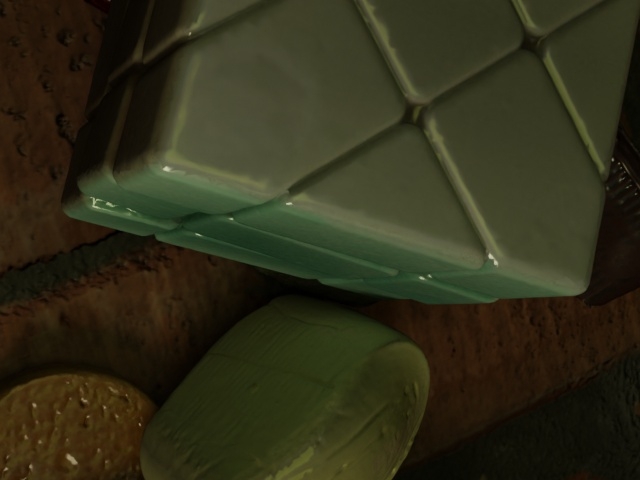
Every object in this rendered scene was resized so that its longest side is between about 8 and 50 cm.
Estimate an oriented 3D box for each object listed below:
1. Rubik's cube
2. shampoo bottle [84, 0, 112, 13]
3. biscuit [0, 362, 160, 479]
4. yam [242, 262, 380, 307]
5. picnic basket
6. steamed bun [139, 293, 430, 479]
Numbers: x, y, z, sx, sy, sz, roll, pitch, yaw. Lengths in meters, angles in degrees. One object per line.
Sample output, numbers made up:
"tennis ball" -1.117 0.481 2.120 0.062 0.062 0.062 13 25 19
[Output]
"Rubik's cube" 0.014 -0.140 0.832 0.322 0.316 0.319 16 81 -20
"shampoo bottle" -0.126 -0.320 0.985 0.102 0.064 0.260 18 87 -22
"biscuit" -0.265 0.228 0.981 0.288 0.044 0.202 -30 107 -16
"yam" 0.000 0.000 1.043 0.183 0.107 0.107 23 85 -21
"picnic basket" 0.230 -0.071 1.091 0.129 0.222 0.297 -38 108 8
"steamed bun" -0.023 0.174 0.986 0.250 0.200 0.155 -46 126 -23
